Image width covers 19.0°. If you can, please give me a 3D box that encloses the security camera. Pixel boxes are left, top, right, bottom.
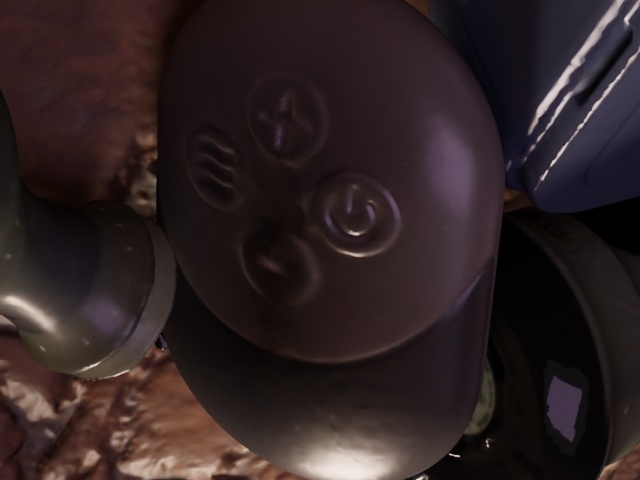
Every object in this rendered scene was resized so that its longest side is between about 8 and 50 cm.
[{"bbox_3d":[0.188,0.048,1.228,0.277,0.197,0.191,-16,118,-32],"label":"security camera"}]

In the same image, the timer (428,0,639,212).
[{"bbox_3d":[0.266,-0.188,1.050,0.395,0.173,0.395,-21,159,-8],"label":"timer"}]

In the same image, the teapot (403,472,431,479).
[{"bbox_3d":[0.119,0.142,1.325,0.108,0.111,0.149,28,115,-22],"label":"teapot"}]

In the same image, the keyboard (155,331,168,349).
[{"bbox_3d":[-0.018,0.021,1.234,0.196,0.018,0.060,-14,121,-15],"label":"keyboard"}]

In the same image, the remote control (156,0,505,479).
[{"bbox_3d":[0.000,0.000,1.109,0.103,0.221,0.332,-39,140,-47],"label":"remote control"}]

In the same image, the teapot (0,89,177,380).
[{"bbox_3d":[-0.195,-0.008,1.043,0.183,0.183,0.251,-47,141,13],"label":"teapot"}]
